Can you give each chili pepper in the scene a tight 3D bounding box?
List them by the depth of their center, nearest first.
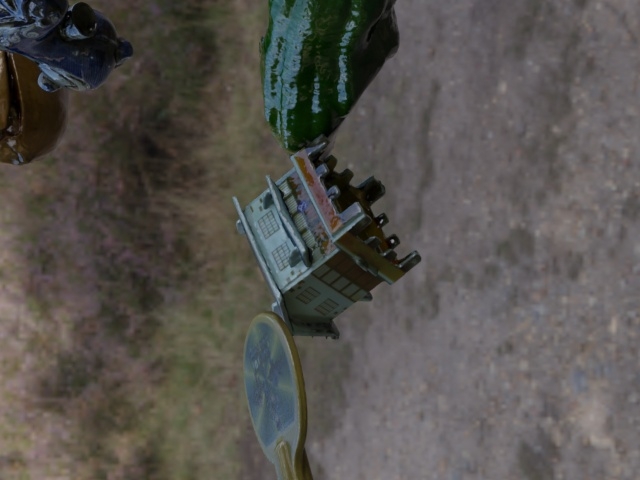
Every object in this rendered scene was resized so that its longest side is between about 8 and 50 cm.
[{"bbox_3d":[0.019,-0.272,1.731,0.167,0.213,0.385,45,151,21],"label":"chili pepper"}]

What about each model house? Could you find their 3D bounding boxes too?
[{"bbox_3d":[0.000,0.000,1.783,0.215,0.198,0.224,-39,51,16],"label":"model house"}]

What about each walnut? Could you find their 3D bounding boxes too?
[{"bbox_3d":[-0.555,-0.290,2.130,0.209,0.208,0.336,137,134,-59],"label":"walnut"}]

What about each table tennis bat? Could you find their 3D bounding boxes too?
[{"bbox_3d":[-0.046,0.249,1.569,0.198,0.050,0.321,132,129,-60],"label":"table tennis bat"}]

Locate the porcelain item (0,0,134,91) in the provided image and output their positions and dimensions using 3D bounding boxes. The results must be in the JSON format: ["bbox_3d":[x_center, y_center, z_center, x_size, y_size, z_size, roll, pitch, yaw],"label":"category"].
[{"bbox_3d":[-0.415,-0.335,1.850,0.186,0.288,0.138,-8,69,35],"label":"porcelain item"}]
